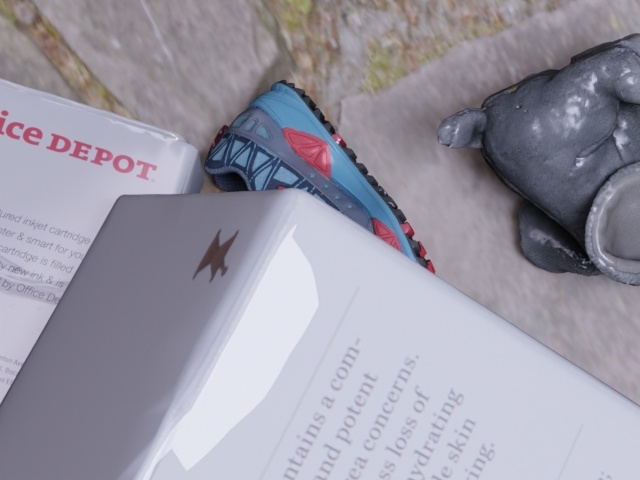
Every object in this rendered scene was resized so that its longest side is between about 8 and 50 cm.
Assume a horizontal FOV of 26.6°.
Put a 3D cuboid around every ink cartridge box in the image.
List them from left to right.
[{"bbox_3d":[-0.242,0.047,1.045,0.223,0.129,0.307,17,80,1],"label":"ink cartridge box"}]

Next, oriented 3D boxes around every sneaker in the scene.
[{"bbox_3d":[0.000,0.000,1.073,0.125,0.104,0.262,-37,61,0],"label":"sneaker"}]

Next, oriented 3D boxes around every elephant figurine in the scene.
[{"bbox_3d":[0.236,-0.029,1.074,0.186,0.169,0.239,-21,97,23],"label":"elephant figurine"}]

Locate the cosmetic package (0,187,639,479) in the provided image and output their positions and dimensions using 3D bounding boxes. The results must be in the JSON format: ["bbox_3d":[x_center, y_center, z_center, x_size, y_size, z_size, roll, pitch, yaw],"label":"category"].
[{"bbox_3d":[0.001,0.200,0.861,0.394,0.327,0.329,33,78,-22],"label":"cosmetic package"}]
